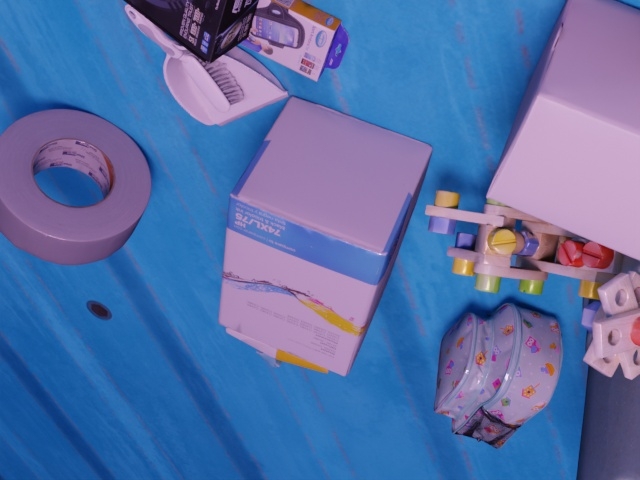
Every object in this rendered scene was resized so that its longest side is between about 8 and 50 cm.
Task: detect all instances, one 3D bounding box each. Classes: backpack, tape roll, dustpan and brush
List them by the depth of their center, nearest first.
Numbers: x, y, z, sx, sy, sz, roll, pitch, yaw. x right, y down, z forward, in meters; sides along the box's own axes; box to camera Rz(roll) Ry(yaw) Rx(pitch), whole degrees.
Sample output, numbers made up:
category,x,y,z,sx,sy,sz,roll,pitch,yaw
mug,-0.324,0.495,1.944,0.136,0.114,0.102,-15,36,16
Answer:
category,x,y,z,sx,sy,sz,roll,pitch,yaw
dustpan and brush,-0.159,-0.222,1.131,0.147,0.060,0.211,-16,125,41
backpack,0.245,0.175,1.255,0.144,0.166,0.188,26,140,-14
tape roll,-0.353,-0.077,1.278,0.219,0.219,0.072,32,142,-6

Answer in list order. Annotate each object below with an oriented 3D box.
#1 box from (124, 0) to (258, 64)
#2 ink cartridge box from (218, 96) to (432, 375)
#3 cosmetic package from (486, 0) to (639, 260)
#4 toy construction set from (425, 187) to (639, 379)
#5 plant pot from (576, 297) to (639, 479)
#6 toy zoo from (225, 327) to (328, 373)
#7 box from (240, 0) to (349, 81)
category,x,y,z,sx,sy,sz,roll,pitch,yaw
box,-0.136,-0.310,0.985,0.147,0.077,0.180,39,142,8
ink cartridge box,0.000,0.000,1.177,0.197,0.198,0.270,21,140,7
cosmetic package,0.372,-0.080,0.878,0.365,0.197,0.155,23,142,8
toy construction set,0.280,0.024,0.995,0.215,0.328,0.151,9,106,-29
plant pot,0.447,0.217,1.053,0.341,0.334,0.341,17,141,14
toy zoo,-0.058,0.120,1.475,0.192,0.030,0.293,21,141,8
box,-0.036,-0.244,1.064,0.136,0.028,0.081,28,140,3
